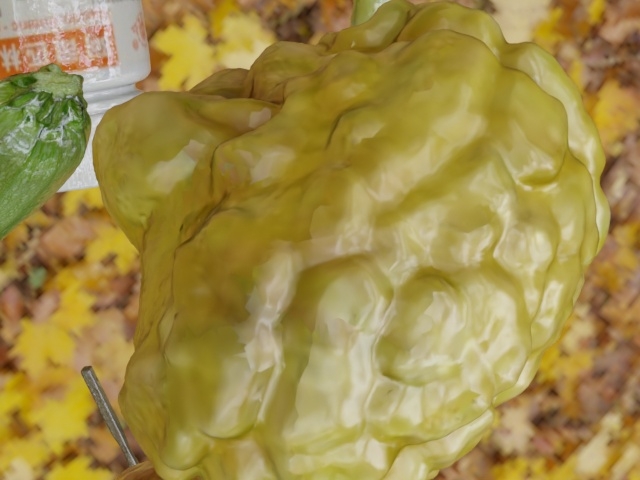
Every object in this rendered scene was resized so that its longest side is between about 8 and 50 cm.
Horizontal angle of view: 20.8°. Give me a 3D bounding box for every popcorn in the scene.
[{"bbox_3d":[0.000,0.000,0.712,0.226,0.203,0.200,-53,174,20],"label":"popcorn"}]

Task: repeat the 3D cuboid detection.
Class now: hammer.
[{"bbox_3d":[-0.163,0.243,1.673,0.029,0.058,0.292,-16,111,21],"label":"hammer"}]

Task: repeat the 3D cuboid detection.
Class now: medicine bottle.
[{"bbox_3d":[-0.211,-0.168,1.419,0.144,0.144,0.252,-16,103,-32],"label":"medicine bottle"}]

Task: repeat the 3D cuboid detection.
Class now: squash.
[{"bbox_3d":[-0.207,-0.039,1.078,0.077,0.068,0.219,24,138,-27],"label":"squash"}]

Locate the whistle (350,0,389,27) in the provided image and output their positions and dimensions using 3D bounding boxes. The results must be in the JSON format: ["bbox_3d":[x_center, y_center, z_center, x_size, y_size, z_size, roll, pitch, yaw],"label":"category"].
[{"bbox_3d":[0.033,-0.087,1.272,0.057,0.104,0.198,0,93,5],"label":"whistle"}]

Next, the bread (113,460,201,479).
[{"bbox_3d":[-0.038,0.175,0.870,0.133,0.174,0.251,-57,-179,16],"label":"bread"}]
